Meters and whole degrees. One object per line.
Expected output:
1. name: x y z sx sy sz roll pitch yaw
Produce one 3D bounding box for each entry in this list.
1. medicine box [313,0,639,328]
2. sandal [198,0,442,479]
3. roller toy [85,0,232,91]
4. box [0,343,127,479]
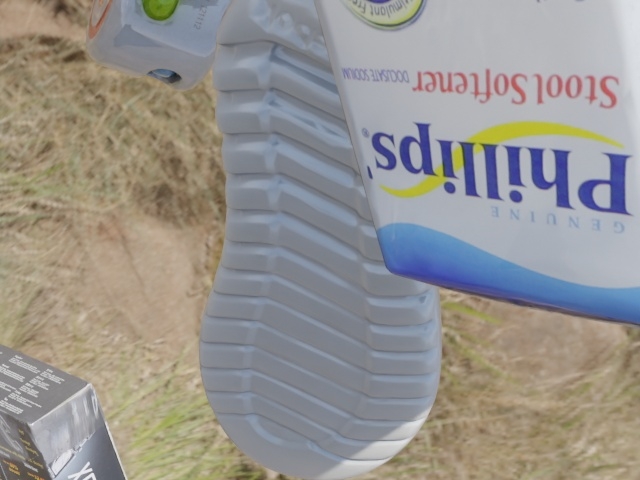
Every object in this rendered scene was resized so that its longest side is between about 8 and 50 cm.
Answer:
1. medicine box: 0.130 -0.157 0.463 0.263 0.149 0.289 -33 118 -34
2. sandal: 0.015 0.005 0.759 0.169 0.416 0.102 16 41 12
3. roller toy: -0.176 -0.279 1.334 0.146 0.191 0.209 17 42 -22
4. box: -0.318 0.221 1.174 0.076 0.307 0.242 -36 125 -37
